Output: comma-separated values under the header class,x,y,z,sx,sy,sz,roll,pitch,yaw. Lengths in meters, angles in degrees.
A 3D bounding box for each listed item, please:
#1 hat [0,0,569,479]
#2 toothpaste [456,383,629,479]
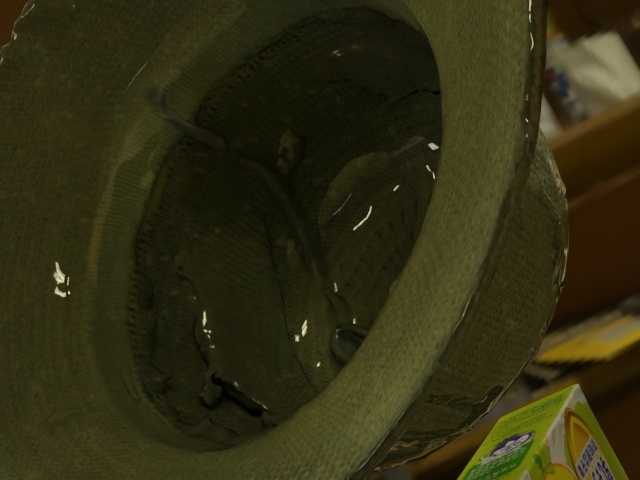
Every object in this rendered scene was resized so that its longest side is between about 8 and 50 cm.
class,x,y,z,sx,sy,sz,roll,pitch,yaw
hat,0.000,0.000,0.488,0.257,0.257,0.130,-36,-42,28
toothpaste,0.146,0.209,1.104,0.077,0.110,0.327,-30,2,23
